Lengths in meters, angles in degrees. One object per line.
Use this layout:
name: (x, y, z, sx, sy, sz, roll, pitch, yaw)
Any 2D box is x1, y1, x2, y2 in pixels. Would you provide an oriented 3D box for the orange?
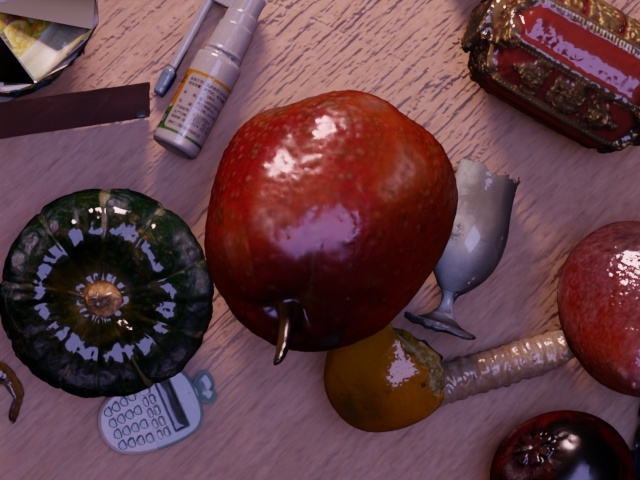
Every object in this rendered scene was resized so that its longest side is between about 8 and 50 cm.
orange: (0.067, 0.172, 1.627, 0.160, 0.170, 0.112, 28, 60, 24)

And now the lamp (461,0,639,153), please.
lamp: (0.316, -0.226, 1.703, 0.274, 0.177, 0.177, 28, 83, -5)

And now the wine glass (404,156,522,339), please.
wine glass: (0.180, 0.011, 1.694, 0.103, 0.103, 0.222, 18, 84, -9)

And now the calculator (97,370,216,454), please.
calculator: (-0.200, 0.208, 1.657, 0.153, 0.021, 0.095, -24, 92, -10)

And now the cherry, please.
cherry: (0.407, 0.093, 1.663, 0.239, 0.206, 0.239, -5, 68, 11)

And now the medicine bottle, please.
medicine bottle: (-0.146, -0.215, 1.674, 0.092, 0.061, 0.221, 25, 82, 11)

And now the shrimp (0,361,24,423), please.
shrimp: (-0.407, 0.201, 1.621, 0.083, 0.023, 0.114, 40, 77, -8)

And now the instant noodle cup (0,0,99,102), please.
instant noodle cup: (-0.373, -0.271, 1.573, 0.240, 0.178, 0.240, 1, 87, -10)

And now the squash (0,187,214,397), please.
squash: (-0.252, 0.061, 1.582, 0.252, 0.165, 0.252, 0, 89, -11)

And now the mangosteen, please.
mangosteen: (0.309, 0.307, 1.677, 0.200, 0.200, 0.200, 1, 87, -10)

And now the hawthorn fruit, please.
hawthorn fruit: (0.000, 0.000, 1.541, 0.284, 0.285, 0.369, 30, 46, -7)

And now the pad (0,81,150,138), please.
pad: (-0.298, -0.157, 1.615, 0.187, 0.113, 0.006, -10, 75, -10)

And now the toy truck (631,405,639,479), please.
toy truck: (0.459, 0.239, 1.738, 0.074, 0.088, 0.202, 20, 84, -10)

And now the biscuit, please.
biscuit: (0.217, 0.165, 1.713, 0.219, 0.061, 0.055, -17, 111, -11)
